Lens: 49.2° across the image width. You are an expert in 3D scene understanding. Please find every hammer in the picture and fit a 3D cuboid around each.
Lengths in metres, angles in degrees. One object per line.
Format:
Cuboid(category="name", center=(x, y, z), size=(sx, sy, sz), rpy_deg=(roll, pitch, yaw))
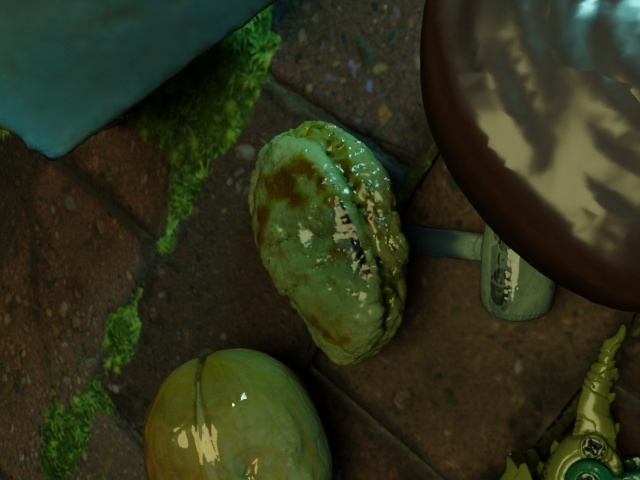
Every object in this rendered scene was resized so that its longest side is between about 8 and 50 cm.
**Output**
Cuboid(category="hammer", center=(0.131, 0.008, 0.670), size=(0.193, 0.069, 0.116), rpy_deg=(9, 100, 37))

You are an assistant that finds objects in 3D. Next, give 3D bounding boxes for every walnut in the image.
Cuboid(category="walnut", center=(-0.086, 0.226, 0.747), size=(0.193, 0.193, 0.226), rpy_deg=(-27, 92, 29))

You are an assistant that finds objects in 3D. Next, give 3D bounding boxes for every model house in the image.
Cuboid(category="model house", center=(-0.259, -0.350, 0.712), size=(0.360, 0.297, 0.339), rpy_deg=(-35, 48, 8))

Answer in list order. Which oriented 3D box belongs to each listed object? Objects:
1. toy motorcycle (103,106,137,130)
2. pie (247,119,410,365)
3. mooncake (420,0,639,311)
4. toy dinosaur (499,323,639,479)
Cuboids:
Cuboid(category="toy motorcycle", center=(-0.289, -0.206, 0.876), size=(0.205, 0.076, 0.114), rpy_deg=(29, 115, 25))
Cuboid(category="pie", center=(0.000, 0.000, 0.702), size=(0.201, 0.090, 0.248), rpy_deg=(-46, 65, 46))
Cuboid(category="mooncake", center=(0.238, -0.111, 0.505), size=(0.333, 0.174, 0.326), rpy_deg=(2, 84, 14))
Cuboid(category="toy dinosaur", center=(0.239, 0.205, 0.617), size=(0.153, 0.094, 0.259), rpy_deg=(29, 100, 20))
